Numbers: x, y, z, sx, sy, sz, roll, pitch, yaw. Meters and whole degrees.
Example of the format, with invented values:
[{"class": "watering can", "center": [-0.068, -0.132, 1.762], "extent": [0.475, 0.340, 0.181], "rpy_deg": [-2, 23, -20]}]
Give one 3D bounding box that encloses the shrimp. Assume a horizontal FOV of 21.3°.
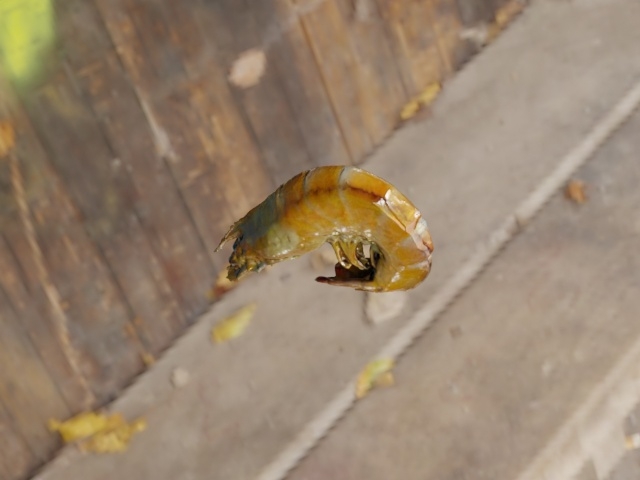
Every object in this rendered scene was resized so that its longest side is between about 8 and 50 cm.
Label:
[{"class": "shrimp", "center": [0.000, 0.000, 1.512], "extent": [0.248, 0.150, 0.068], "rpy_deg": [-11, 36, 47]}]
